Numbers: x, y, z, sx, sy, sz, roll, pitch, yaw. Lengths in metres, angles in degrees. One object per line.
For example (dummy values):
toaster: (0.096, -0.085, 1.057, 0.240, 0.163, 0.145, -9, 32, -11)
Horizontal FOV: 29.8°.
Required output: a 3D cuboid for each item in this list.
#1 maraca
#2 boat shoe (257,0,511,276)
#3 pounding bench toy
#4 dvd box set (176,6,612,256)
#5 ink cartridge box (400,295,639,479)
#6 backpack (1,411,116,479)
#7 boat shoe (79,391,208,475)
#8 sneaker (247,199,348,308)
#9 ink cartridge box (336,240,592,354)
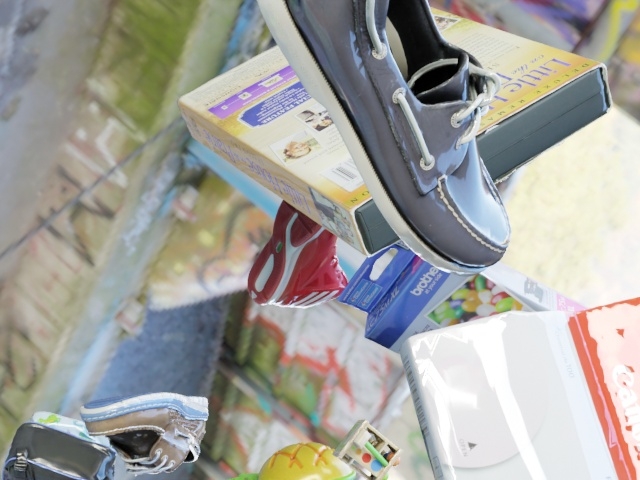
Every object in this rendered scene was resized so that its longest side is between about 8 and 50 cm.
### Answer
maraca: (-0.042, 0.340, 1.709, 0.186, 0.099, 0.127, -5, 179, -9)
boat shoe: (0.048, -0.060, 0.545, 0.065, 0.206, 0.075, -19, -141, 26)
pounding bench toy: (0.060, 0.248, 1.393, 0.052, 0.065, 0.083, -51, 180, -13)
dvd box set: (0.061, -0.148, 1.302, 0.308, 0.420, 0.062, -31, 122, -17)
ink cartridge box: (0.197, 0.143, 0.944, 0.232, 0.189, 0.066, -14, 163, -5)
backpack: (-0.251, 0.227, 1.159, 0.084, 0.105, 0.114, -78, -172, -47)
boat shoe: (-0.141, 0.165, 1.023, 0.066, 0.066, 0.183, -9, 169, 21)
sneaker: (0.000, 0.000, 1.647, 0.128, 0.087, 0.221, 15, 119, -44)
ink cartridge box: (0.195, 0.104, 1.630, 0.186, 0.311, 0.065, -55, -168, 36)
